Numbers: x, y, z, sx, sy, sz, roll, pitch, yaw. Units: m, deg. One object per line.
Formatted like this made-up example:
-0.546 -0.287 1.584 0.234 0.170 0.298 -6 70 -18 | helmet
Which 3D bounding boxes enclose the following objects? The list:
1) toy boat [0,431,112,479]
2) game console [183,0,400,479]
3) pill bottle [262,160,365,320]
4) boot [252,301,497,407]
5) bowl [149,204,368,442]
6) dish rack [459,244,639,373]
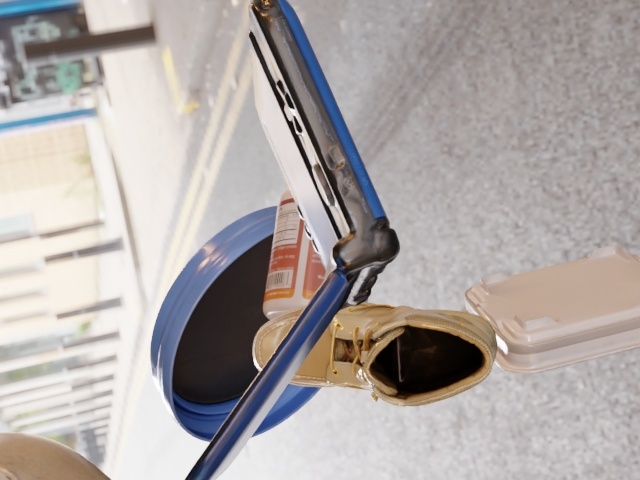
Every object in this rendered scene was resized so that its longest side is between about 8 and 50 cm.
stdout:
-0.212 0.162 0.532 0.318 0.148 0.267 43 126 6 | toy boat
-0.052 0.016 0.788 0.293 0.173 0.250 104 143 -81 | game console
0.000 0.000 1.495 0.121 0.121 0.216 125 154 -72 | pill bottle
0.045 0.114 1.177 0.203 0.262 0.095 -4 -85 -82 | boot
-0.090 0.124 1.781 0.077 0.391 0.391 35 140 37 | bowl
0.400 0.095 1.848 0.285 0.333 0.072 -124 22 -67 | dish rack
